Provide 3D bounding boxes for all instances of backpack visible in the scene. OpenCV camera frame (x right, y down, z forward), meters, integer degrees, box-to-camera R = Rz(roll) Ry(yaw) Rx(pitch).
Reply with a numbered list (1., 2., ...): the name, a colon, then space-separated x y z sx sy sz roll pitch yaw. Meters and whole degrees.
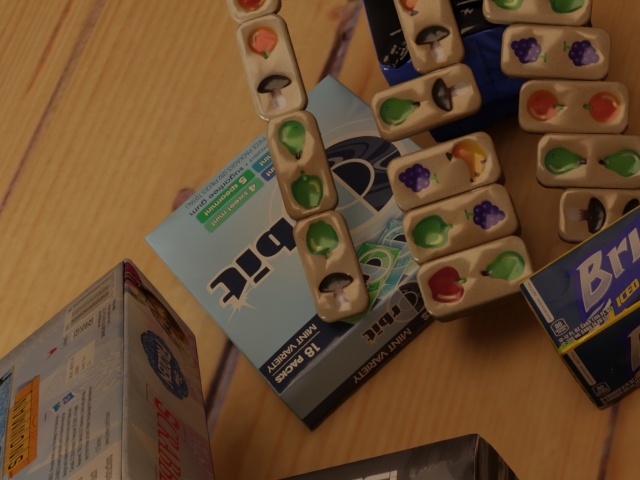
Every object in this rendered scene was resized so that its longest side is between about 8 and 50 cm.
1. backpack: 0.098 -0.122 0.954 0.120 0.101 0.098 -24 46 11

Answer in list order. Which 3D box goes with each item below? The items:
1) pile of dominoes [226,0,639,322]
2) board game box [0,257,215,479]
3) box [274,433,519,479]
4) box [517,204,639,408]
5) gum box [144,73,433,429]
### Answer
1. pile of dominoes: 0.060 -0.087 0.874 0.196 0.040 0.251 -18 79 6
2. board game box: -0.189 0.166 0.746 0.318 0.066 0.318 -38 15 4
3. box: -0.050 0.238 0.757 0.307 0.076 0.242 -16 46 25
4. box: 0.187 0.008 0.809 0.169 0.054 0.059 -34 41 7
5. gum box: 0.000 0.000 0.961 0.157 0.041 0.184 -41 42 -3
